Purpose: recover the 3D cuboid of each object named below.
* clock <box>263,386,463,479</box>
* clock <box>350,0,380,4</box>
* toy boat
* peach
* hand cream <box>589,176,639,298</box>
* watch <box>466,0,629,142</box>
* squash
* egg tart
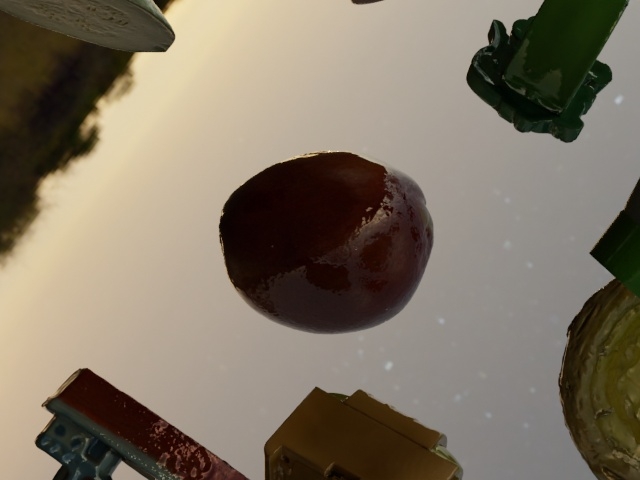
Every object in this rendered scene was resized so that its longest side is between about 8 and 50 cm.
[{"bbox_3d":[0.042,0.363,1.602,0.200,0.244,0.317,-35,146,-44],"label":"clock"},{"bbox_3d":[0.118,-0.371,1.592,0.197,0.068,0.197,-22,-162,8],"label":"clock"},{"bbox_3d":[-0.170,0.279,1.363,0.133,0.332,0.145,-57,-171,-15],"label":"toy boat"},{"bbox_3d":[0.000,0.000,1.894,0.308,0.332,0.308,-178,-90,-66],"label":"peach"},{"bbox_3d":[0.280,-0.080,0.803,0.275,0.079,0.050,-50,180,9],"label":"hand cream"},{"bbox_3d":[0.222,-0.192,1.175,0.165,0.131,0.152,-53,170,-38],"label":"watch"},{"bbox_3d":[-0.346,-0.324,1.692,0.189,0.260,0.189,-39,-177,2],"label":"squash"},{"bbox_3d":[0.455,0.174,1.591,0.345,0.345,0.132,-54,-171,-3],"label":"egg tart"}]
